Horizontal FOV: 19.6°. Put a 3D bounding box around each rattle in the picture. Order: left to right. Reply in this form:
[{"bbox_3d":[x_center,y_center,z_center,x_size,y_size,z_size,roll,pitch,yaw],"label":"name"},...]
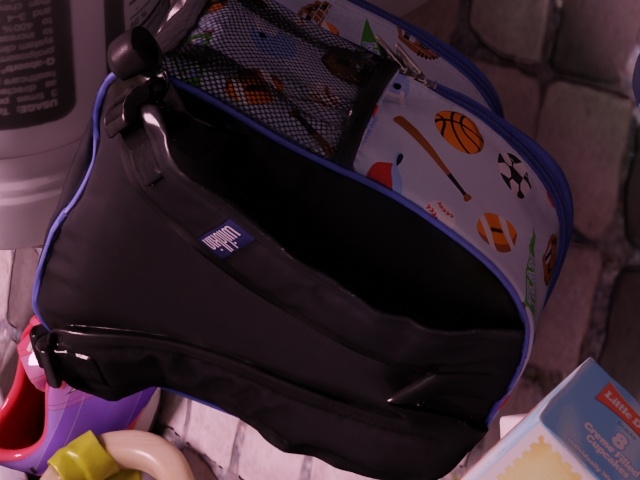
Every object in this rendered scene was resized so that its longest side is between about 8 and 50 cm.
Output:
[{"bbox_3d":[-0.112,0.231,1.344,0.200,0.130,0.142,16,130,23],"label":"rattle"}]

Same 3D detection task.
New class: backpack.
[{"bbox_3d":[0.000,0.000,1.020,0.263,0.213,0.276,32,141,4],"label":"backpack"}]

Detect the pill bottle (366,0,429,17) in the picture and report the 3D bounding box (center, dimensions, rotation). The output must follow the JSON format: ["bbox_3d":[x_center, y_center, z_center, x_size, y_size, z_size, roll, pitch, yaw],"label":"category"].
[{"bbox_3d":[-0.040,-0.290,1.146,0.334,0.188,0.188,57,133,41],"label":"pill bottle"}]

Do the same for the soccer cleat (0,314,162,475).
[{"bbox_3d":[-0.156,0.060,1.360,0.318,0.116,0.108,-61,41,34],"label":"soccer cleat"}]

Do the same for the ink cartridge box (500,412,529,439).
[{"bbox_3d":[0.165,0.112,0.881,0.198,0.115,0.067,-9,82,55],"label":"ink cartridge box"}]

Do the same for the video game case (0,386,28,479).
[{"bbox_3d":[-0.301,0.201,1.589,0.285,0.025,0.204,109,145,-48],"label":"video game case"}]

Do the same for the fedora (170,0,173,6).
[{"bbox_3d":[-0.125,-0.158,1.260,0.275,0.124,0.243,40,132,23],"label":"fedora"}]

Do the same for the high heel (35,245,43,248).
[{"bbox_3d":[-0.287,-0.133,1.573,0.377,0.127,0.181,38,112,45],"label":"high heel"}]

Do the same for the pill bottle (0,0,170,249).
[{"bbox_3d":[-0.190,-0.178,1.039,0.363,0.210,0.210,95,153,-45],"label":"pill bottle"}]

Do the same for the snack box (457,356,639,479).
[{"bbox_3d":[0.166,0.223,0.782,0.322,0.060,0.187,45,132,7],"label":"snack box"}]

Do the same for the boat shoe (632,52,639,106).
[{"bbox_3d":[0.235,-0.022,0.771,0.258,0.109,0.089,29,127,42],"label":"boat shoe"}]
